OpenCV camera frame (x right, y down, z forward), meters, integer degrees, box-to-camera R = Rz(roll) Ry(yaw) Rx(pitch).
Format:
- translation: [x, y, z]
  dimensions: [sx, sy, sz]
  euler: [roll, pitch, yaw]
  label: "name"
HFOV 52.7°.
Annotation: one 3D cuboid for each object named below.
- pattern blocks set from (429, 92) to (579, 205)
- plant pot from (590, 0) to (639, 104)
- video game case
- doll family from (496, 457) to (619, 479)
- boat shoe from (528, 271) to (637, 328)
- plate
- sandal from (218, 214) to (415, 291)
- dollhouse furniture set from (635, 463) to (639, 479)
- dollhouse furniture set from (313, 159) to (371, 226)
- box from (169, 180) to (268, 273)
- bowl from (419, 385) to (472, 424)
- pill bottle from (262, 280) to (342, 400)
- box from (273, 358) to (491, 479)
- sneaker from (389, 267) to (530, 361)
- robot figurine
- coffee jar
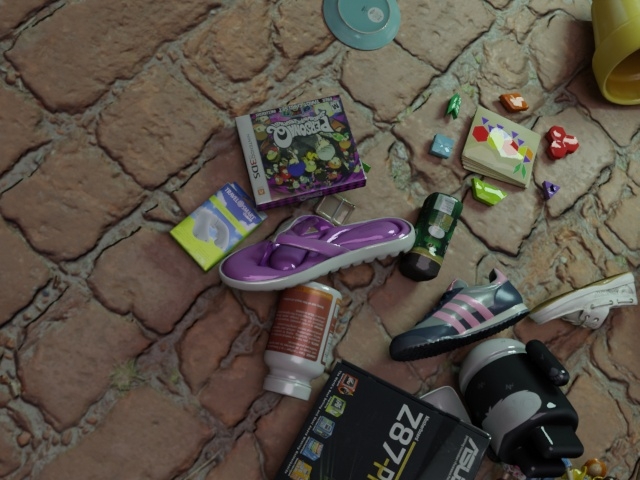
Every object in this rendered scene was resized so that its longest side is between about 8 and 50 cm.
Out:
- translation: [0.419, -0.211, 1.493]
  dimensions: [0.324, 0.026, 0.285]
  euler: [31, 73, -5]
  label: "pattern blocks set"
- translation: [0.760, -0.493, 1.535]
  dimensions: [0.253, 0.254, 0.239]
  euler: [-1, 62, -13]
  label: "plant pot"
- translation: [-0.043, -0.183, 1.335]
  dimensions: [0.232, 0.042, 0.210]
  euler: [-13, 70, -6]
  label: "video game case"
- translation: [0.490, 0.483, 1.328]
  dimensions: [0.263, 0.118, 0.163]
  euler: [32, 78, 14]
  label: "doll family"
- translation: [0.587, 0.148, 1.416]
  dimensions: [0.277, 0.098, 0.096]
  euler: [-16, 81, -17]
  label: "boat shoe"
- translation: [0.099, -0.530, 1.490]
  dimensions: [0.188, 0.024, 0.188]
  euler: [3, 76, -12]
  label: "plate"
- translation: [-0.008, -0.005, 1.274]
  dimensions: [0.416, 0.169, 0.102]
  euler: [-14, 117, -24]
  label: "sandal"
- translation: [0.778, 0.518, 1.365]
  dimensions: [0.151, 0.123, 0.144]
  euler: [26, 73, -6]
  label: "dollhouse furniture set"
- translation: [0.047, -0.105, 1.385]
  dimensions: [0.076, 0.058, 0.152]
  euler: [30, 92, -13]
  label: "dollhouse furniture set"
- translation: [-0.201, -0.032, 1.302]
  dimensions: [0.178, 0.042, 0.109]
  euler: [-43, 90, -17]
  label: "box"
- translation: [0.228, 0.379, 1.305]
  dimensions: [0.142, 0.053, 0.142]
  euler: [-24, 84, -18]
  label: "bowl"
- translation: [-0.040, 0.192, 1.248]
  dimensions: [0.121, 0.121, 0.216]
  euler: [18, 74, -9]
  label: "pill bottle"
- translation: [0.082, 0.461, 1.168]
  dimensions: [0.318, 0.097, 0.395]
  euler: [25, 71, 21]
  label: "box"
- translation: [0.271, 0.155, 1.351]
  dimensions: [0.318, 0.112, 0.131]
  euler: [-15, 65, -18]
  label: "sneaker"
- translation: [0.384, 0.318, 1.253]
  dimensions: [0.209, 0.174, 0.278]
  euler: [-31, 41, 5]
  label: "robot figurine"
- translation: [0.233, -0.004, 1.368]
  dimensions: [0.079, 0.096, 0.184]
  euler: [25, 74, -4]
  label: "coffee jar"
